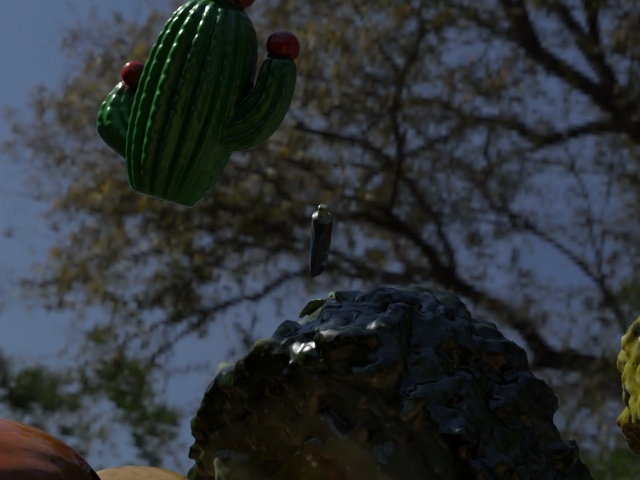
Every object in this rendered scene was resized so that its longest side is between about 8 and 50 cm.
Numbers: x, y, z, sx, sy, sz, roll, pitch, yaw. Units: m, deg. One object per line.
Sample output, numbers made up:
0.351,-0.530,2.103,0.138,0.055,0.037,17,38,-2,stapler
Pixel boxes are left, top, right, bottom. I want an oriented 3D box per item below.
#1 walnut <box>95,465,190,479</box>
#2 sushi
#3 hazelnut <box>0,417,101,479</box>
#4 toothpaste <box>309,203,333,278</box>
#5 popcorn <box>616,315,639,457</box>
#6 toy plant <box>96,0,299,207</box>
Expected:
-0.136,0.269,1.246,0.197,0.165,0.165,20,-22,21,walnut
0.036,0.197,1.331,0.352,0.178,0.294,-37,-95,41,sushi
-0.182,0.175,0.762,0.182,0.182,0.182,9,-26,5,hazelnut
0.000,0.000,1.437,0.019,0.027,0.083,23,-47,19,toothpaste
0.448,0.195,1.812,0.206,0.251,0.237,8,-13,-14,popcorn
-0.095,-0.142,1.371,0.154,0.240,0.088,43,7,22,toy plant
